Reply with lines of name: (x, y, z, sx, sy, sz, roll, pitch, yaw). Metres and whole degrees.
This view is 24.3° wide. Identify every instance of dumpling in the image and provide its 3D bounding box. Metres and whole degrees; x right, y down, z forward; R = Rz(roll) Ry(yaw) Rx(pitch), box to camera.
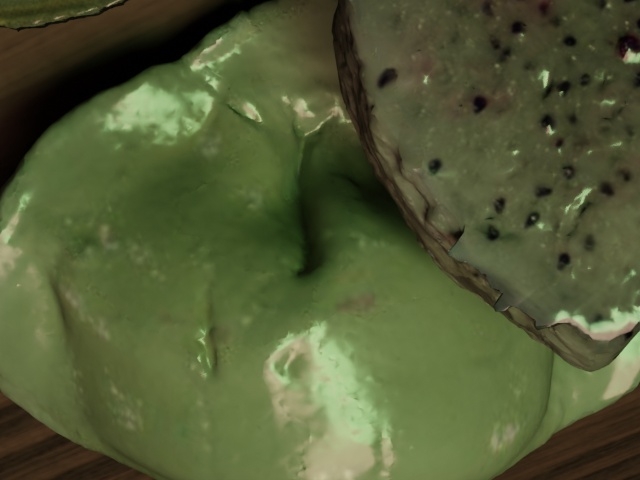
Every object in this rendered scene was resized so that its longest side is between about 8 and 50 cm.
dumpling: (-0.011, 0.023, 0.810, 0.320, 0.270, 0.212, -14, 170, -40)

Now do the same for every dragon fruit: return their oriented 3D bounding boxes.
dragon fruit: (0.134, -0.102, 0.703, 0.283, 0.221, 0.204, -53, 176, 1)

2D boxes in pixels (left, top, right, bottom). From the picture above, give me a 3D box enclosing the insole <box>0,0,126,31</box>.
insole: (-0.038, -0.169, 0.622, 0.348, 0.119, 0.009, -13, 173, 8)
